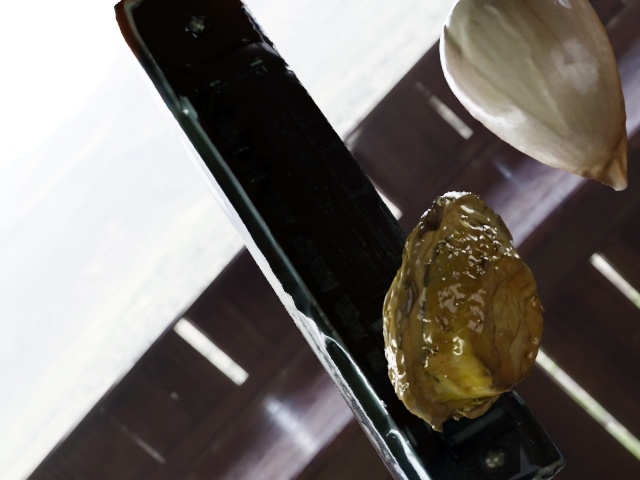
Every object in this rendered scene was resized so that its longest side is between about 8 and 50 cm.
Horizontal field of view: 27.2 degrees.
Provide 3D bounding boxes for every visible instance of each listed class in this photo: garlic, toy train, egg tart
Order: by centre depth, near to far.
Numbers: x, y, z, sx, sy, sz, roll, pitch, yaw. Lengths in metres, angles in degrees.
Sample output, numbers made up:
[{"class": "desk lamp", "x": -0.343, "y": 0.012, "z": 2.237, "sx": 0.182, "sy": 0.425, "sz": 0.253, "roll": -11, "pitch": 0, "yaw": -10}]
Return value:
[{"class": "egg tart", "x": 0.081, "y": 0.036, "z": 0.680, "sx": 0.049, "sy": 0.129, "sz": 0.129, "roll": 4, "pitch": 46, "yaw": 37}, {"class": "toy train", "x": 0.000, "y": 0.000, "z": 0.844, "sx": 0.086, "sy": 0.409, "sz": 0.089, "roll": -31, "pitch": -19, "yaw": -10}, {"class": "garlic", "x": 0.163, "y": -0.132, "z": 1.037, "sx": 0.115, "sy": 0.207, "sz": 0.128, "roll": -19, "pitch": -24, "yaw": -21}]
